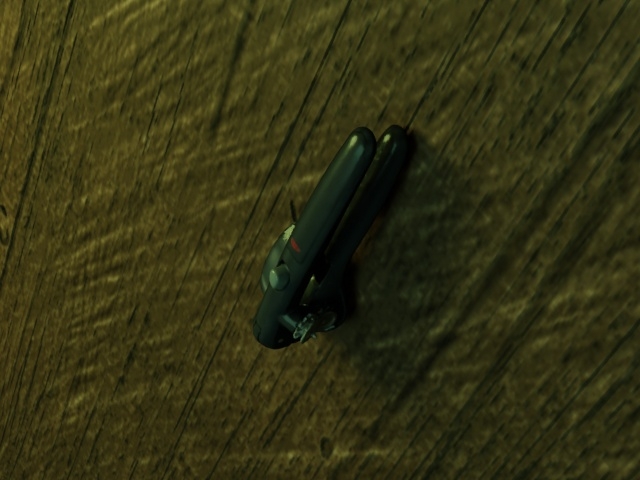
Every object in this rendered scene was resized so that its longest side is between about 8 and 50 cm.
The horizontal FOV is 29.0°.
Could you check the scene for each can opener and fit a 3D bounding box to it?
[{"bbox_3d":[0.000,0.000,0.756,0.073,0.059,0.186,51,139,21],"label":"can opener"}]
